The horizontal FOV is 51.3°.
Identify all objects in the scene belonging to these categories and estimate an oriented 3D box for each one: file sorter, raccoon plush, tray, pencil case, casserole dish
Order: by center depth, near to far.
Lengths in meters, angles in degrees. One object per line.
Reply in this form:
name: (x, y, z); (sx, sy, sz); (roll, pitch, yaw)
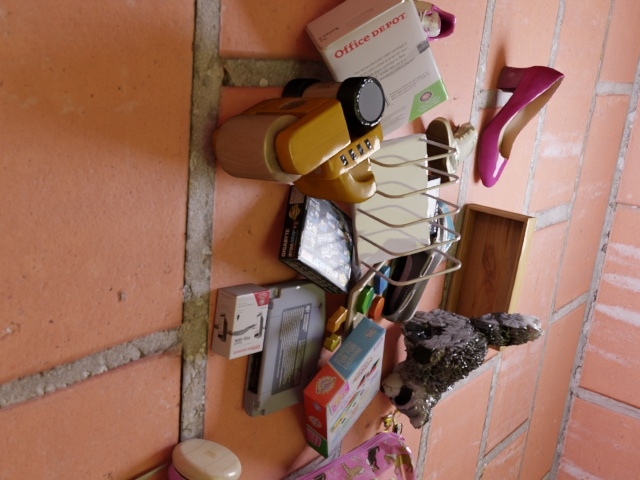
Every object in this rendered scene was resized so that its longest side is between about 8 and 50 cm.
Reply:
file sorter: (0.190, -0.069, 1.447); (0.193, 0.173, 0.277); (-15, 112, -22)
pencil case: (0.054, 0.611, 1.639); (0.386, 0.160, 0.167); (-18, 143, -28)
raccoon plush: (0.393, 0.375, 1.869); (0.216, 0.447, 0.299); (-73, 162, -63)
casserole dish: (0.341, -0.033, 1.909); (0.114, 0.037, 0.188); (-50, 137, -27)
tray: (0.511, 0.108, 2.037); (0.076, 0.203, 0.410); (-4, 107, -52)

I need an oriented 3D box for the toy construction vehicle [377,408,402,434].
toy construction vehicle: (0.202, 0.553, 1.980); (0.086, 0.035, 0.098); (-5, 106, -39)

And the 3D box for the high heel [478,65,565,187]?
high heel: (0.588, -0.330, 1.974); (0.127, 0.181, 0.377); (-4, 107, -50)

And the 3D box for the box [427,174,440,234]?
box: (0.195, -0.079, 1.649); (0.207, 0.108, 0.153); (-17, 116, -46)

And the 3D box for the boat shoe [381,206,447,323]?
boat shoe: (0.245, 0.063, 1.767); (0.096, 0.112, 0.335); (12, 98, -57)

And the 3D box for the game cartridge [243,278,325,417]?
game cartridge: (-0.074, 0.232, 1.490); (0.198, 0.062, 0.297); (-8, 111, -54)

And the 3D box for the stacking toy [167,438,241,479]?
stacking toy: (-0.274, 0.572, 1.329); (0.141, 0.141, 0.330); (11, 102, -52)

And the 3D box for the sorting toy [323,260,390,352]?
sorting toy: (0.094, 0.174, 1.588); (0.307, 0.041, 0.229); (-42, 150, -50)

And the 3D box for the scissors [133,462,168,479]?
scissors: (-0.402, 0.472, 1.202); (0.297, 0.021, 0.109); (-36, 128, -36)

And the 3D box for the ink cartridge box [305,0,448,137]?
ink cartridge box: (0.121, -0.363, 1.367); (0.198, 0.114, 0.273); (-30, 137, 6)

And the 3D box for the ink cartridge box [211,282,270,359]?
ink cartridge box: (-0.161, 0.162, 1.348); (0.099, 0.056, 0.135); (-7, 109, -51)

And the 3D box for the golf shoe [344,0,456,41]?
golf shoe: (0.176, -0.486, 1.440); (0.306, 0.140, 0.115); (-15, 116, -46)

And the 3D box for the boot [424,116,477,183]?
boot: (0.357, -0.276, 1.798); (0.165, 0.077, 0.213); (-48, 141, -27)

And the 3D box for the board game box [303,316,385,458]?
board game box: (0.060, 0.363, 1.619); (0.242, 0.064, 0.316); (-47, 154, -30)

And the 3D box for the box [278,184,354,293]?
box: (0.000, 0.000, 1.445); (0.220, 0.051, 0.175); (36, 56, -52)

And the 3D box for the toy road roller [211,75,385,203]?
toy road roller: (-0.016, -0.159, 1.258); (0.330, 0.203, 0.240); (-37, 123, -37)
